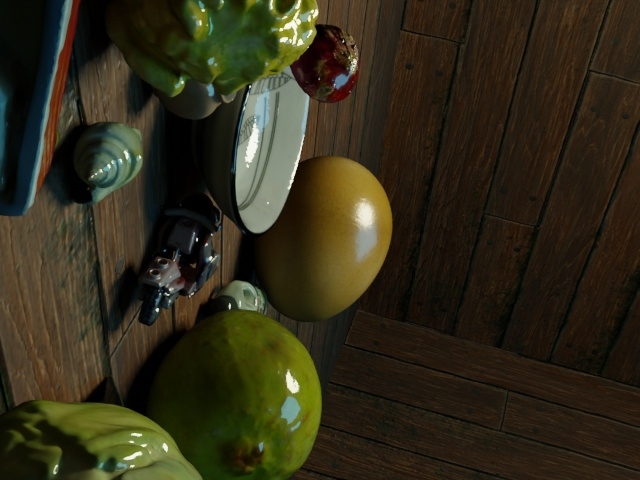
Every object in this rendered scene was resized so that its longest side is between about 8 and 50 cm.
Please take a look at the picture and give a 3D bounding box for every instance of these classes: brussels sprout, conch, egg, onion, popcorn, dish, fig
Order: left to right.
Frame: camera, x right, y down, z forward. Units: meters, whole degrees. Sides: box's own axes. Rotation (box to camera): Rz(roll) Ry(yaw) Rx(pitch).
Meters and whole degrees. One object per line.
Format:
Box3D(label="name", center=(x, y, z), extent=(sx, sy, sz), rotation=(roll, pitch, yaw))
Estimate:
Box3D(label="brussels sprout", center=(-0.218, 0.290, 0.835), extent=(0.344, 0.268, 0.344), rotation=(-58, -166, 24))
Box3D(label="conch", center=(-0.211, -0.074, 0.983), extent=(0.180, 0.065, 0.088), rotation=(-76, 177, -74))
Box3D(label="popcorn", center=(-0.112, -0.237, 0.966), extent=(0.235, 0.217, 0.181), rotation=(-54, 131, -51))
Box3D(label="fig", center=(-0.125, 0.220, 1.460), extent=(0.326, 0.258, 0.258), rotation=(-91, -171, -60))
Box3D(label="dish", center=(-0.104, -0.163, 1.336), extent=(0.316, 0.106, 0.316), rotation=(11, 90, -78))
Box3D(label="egg", center=(0.000, 0.000, 1.825), extent=(0.250, 0.250, 0.322), rotation=(-41, 150, -75))
Box3D(label="onion", center=(0.003, -0.235, 1.301), extent=(0.097, 0.107, 0.107), rotation=(-19, -139, 46))

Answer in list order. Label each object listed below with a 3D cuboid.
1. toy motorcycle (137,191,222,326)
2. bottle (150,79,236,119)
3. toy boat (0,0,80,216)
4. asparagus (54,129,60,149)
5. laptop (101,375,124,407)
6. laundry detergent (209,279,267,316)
Box3D(label="toy motorcycle", center=(-0.180, 0.017, 1.268), extent=(0.213, 0.082, 0.122), rotation=(-64, 167, -55))
Box3D(label="bottle", center=(-0.119, -0.232, 1.150), extent=(0.097, 0.110, 0.209), rotation=(75, 28, -50))
Box3D(label="toy boat", center=(-0.214, -0.160, 0.549), extent=(0.133, 0.145, 0.331), rotation=(-73, 177, -60))
Box3D(label="asparagus", center=(-0.263, -0.066, 0.759), extent=(0.178, 0.045, 0.041), rotation=(-50, 120, -69))
Box3D(label="laptop", center=(-0.248, 0.277, 1.124), extent=(0.269, 0.015, 0.187), rotation=(-154, -103, -71))
Box3D(label="laundry detergent", center=(-0.148, 0.117, 1.691), extent=(0.226, 0.070, 0.099), rotation=(29, 84, -80))
